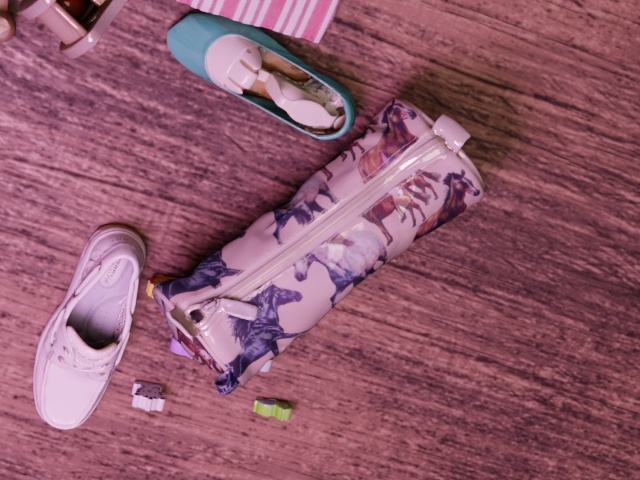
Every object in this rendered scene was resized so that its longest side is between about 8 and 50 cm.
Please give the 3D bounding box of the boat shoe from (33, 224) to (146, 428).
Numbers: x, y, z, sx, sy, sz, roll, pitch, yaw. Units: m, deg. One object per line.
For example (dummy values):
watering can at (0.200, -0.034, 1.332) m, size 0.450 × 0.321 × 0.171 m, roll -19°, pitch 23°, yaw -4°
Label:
boat shoe at (-0.285, 0.119, 2.020) m, size 0.098 × 0.096 × 0.277 m, roll 15°, pitch 109°, yaw -15°

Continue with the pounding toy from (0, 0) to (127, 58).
pounding toy at (-0.277, -0.308, 1.822) m, size 0.269 × 0.154 × 0.155 m, roll -43°, pitch 111°, yaw 8°

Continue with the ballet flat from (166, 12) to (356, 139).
ballet flat at (-0.062, -0.191, 1.938) m, size 0.247 × 0.087 × 0.083 m, roll 26°, pitch 106°, yaw -17°

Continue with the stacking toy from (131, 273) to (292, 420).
stacking toy at (-0.122, 0.139, 2.079) m, size 0.221 × 0.052 × 0.167 m, roll 9°, pitch 110°, yaw -13°

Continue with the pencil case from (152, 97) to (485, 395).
pencil case at (0.000, 0.000, 1.951) m, size 0.410 × 0.183 × 0.160 m, roll -38°, pitch 93°, yaw -3°

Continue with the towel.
towel at (-0.061, -0.316, 1.908) m, size 0.197 × 0.029 × 0.144 m, roll 14°, pitch 118°, yaw -22°
